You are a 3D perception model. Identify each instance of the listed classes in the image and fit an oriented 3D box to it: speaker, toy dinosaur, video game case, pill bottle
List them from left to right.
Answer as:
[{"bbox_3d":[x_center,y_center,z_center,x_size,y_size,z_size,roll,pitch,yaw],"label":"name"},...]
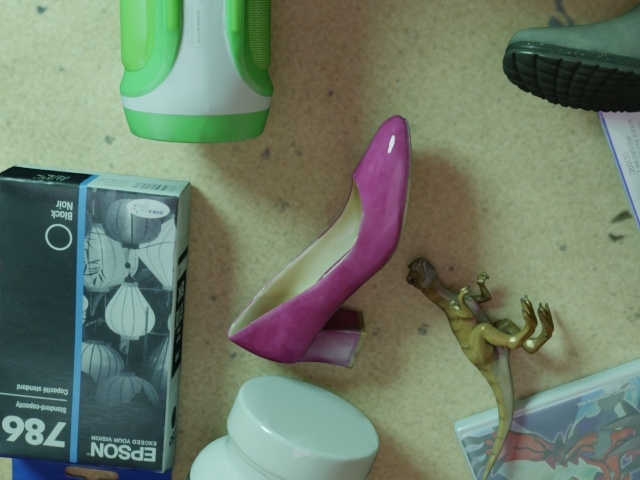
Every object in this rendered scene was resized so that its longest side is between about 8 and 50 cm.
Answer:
[{"bbox_3d":[-0.097,-0.230,0.751,0.131,0.131,0.296,2,105,2],"label":"speaker"},{"bbox_3d":[-0.058,0.274,0.869,0.162,0.162,0.278,21,105,-3],"label":"pill bottle"},{"bbox_3d":[0.153,0.098,0.871,0.112,0.064,0.211,-26,93,28],"label":"toy dinosaur"},{"bbox_3d":[0.250,0.220,0.909,0.201,0.023,0.183,-21,103,8],"label":"video game case"}]

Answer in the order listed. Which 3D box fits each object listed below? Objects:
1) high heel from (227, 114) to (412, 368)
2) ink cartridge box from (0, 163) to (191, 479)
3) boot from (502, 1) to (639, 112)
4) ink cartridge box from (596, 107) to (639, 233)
[{"bbox_3d":[0.000,0.000,0.834,0.117,0.082,0.244,11,119,-10],"label":"high heel"},{"bbox_3d":[-0.210,0.103,0.882,0.166,0.065,0.332,5,106,1],"label":"ink cartridge box"},{"bbox_3d":[0.270,-0.187,0.762,0.247,0.083,0.161,4,75,7],"label":"boot"},{"bbox_3d":[0.358,-0.062,0.815,0.208,0.045,0.206,-21,102,8],"label":"ink cartridge box"}]
